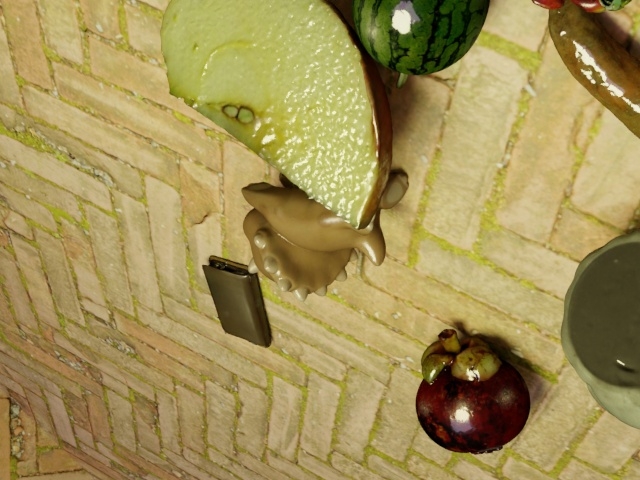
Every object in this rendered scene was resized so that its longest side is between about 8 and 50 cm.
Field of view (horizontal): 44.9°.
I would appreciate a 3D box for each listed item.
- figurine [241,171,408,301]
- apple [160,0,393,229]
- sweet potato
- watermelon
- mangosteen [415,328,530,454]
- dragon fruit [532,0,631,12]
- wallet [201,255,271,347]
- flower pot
[{"bbox_3d":[-0.001,-0.002,1.087,0.247,0.177,0.172,2,113,26],"label":"figurine"},{"bbox_3d":[-0.036,-0.172,0.921,0.346,0.179,0.254,38,166,19],"label":"apple"},{"bbox_3d":[0.329,-0.146,0.782,0.273,0.075,0.075,39,142,3],"label":"sweet potato"},{"bbox_3d":[0.101,-0.229,0.803,0.141,0.140,0.187,22,138,17],"label":"watermelon"},{"bbox_3d":[0.224,0.228,1.186,0.200,0.199,0.199,20,140,18],"label":"mangosteen"},{"bbox_3d":[0.231,-0.271,0.698,0.142,0.175,0.138,-27,126,11],"label":"dragon fruit"},{"bbox_3d":[-0.153,0.117,1.443,0.110,0.031,0.198,15,138,25],"label":"wallet"},{"bbox_3d":[0.397,0.101,0.853,0.195,0.245,0.246,18,153,-32],"label":"flower pot"}]
